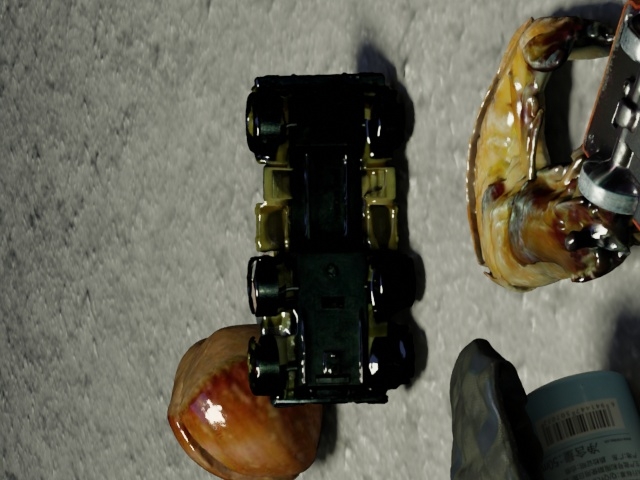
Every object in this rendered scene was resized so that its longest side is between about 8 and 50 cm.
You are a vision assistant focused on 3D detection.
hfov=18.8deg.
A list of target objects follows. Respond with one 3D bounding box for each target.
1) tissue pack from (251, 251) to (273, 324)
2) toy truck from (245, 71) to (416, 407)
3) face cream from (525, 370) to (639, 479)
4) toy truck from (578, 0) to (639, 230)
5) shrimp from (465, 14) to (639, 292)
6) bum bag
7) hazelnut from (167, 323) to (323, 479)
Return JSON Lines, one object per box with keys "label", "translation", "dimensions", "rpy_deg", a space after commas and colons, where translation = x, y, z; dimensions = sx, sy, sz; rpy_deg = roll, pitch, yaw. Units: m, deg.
{"label": "tissue pack", "translation": [-0.034, 0.040, 1.696], "dimensions": [0.083, 0.035, 0.063], "rpy_deg": [134, 129, -59]}
{"label": "toy truck", "translation": [0.001, -0.002, 1.510], "dimensions": [0.127, 0.127, 0.257], "rpy_deg": [-157, 65, -80]}
{"label": "face cream", "translation": [0.183, 0.196, 1.166], "dimensions": [0.075, 0.075, 0.229], "rpy_deg": [126, 136, -56]}
{"label": "toy truck", "translation": [0.228, -0.021, 0.979], "dimensions": [0.252, 0.114, 0.107], "rpy_deg": [-120, 35, -48]}
{"label": "shrimp", "translation": [0.156, -0.059, 1.213], "dimensions": [0.289, 0.075, 0.178], "rpy_deg": [159, 109, -79]}
{"label": "bum bag", "translation": [0.105, 0.207, 1.204], "dimensions": [0.137, 0.074, 0.310], "rpy_deg": [-111, 15, -56]}
{"label": "hazelnut", "translation": [-0.059, 0.143, 1.667], "dimensions": [0.154, 0.143, 0.143], "rpy_deg": [-164, 71, -74]}
